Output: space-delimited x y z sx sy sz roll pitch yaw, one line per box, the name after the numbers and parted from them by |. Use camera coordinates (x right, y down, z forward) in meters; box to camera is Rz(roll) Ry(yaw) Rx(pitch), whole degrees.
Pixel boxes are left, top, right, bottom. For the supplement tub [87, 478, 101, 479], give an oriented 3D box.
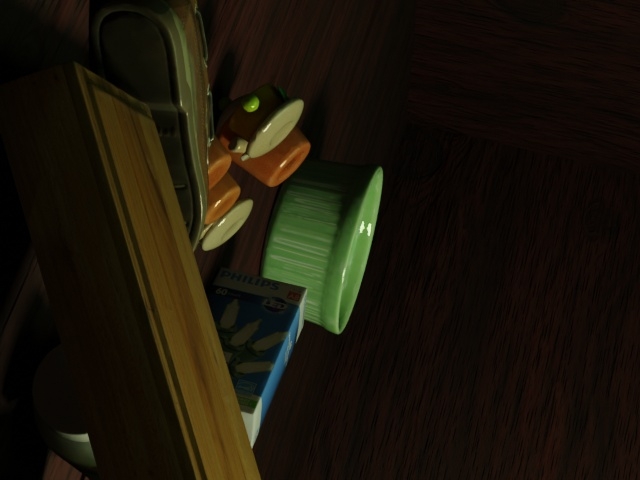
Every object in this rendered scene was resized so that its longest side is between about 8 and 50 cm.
-0.200 0.324 1.054 0.316 0.228 0.228 28 76 -82 | supplement tub

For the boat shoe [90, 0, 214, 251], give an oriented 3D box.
-0.141 -0.102 1.151 0.104 0.110 0.307 -64 166 -51 | boat shoe

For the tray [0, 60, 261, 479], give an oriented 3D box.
-0.130 0.082 0.959 0.203 0.076 0.411 24 47 -82 | tray

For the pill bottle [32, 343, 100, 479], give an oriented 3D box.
-0.201 0.160 1.165 0.208 0.117 0.117 80 25 -70 | pill bottle

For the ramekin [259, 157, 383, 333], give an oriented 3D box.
0.000 0.000 2.169 0.303 0.148 0.303 14 90 -82 | ramekin

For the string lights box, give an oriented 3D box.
-0.116 0.156 1.684 0.260 0.133 0.077 -67 167 -50 | string lights box

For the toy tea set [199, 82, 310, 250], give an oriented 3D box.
-0.119 -0.115 1.426 0.200 0.124 0.336 -45 170 -7 | toy tea set
